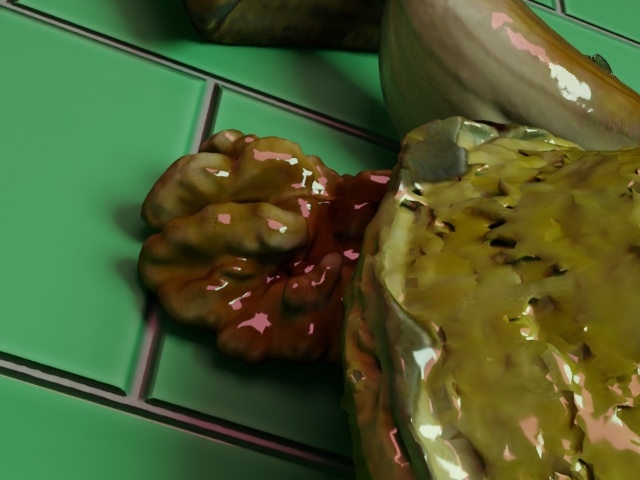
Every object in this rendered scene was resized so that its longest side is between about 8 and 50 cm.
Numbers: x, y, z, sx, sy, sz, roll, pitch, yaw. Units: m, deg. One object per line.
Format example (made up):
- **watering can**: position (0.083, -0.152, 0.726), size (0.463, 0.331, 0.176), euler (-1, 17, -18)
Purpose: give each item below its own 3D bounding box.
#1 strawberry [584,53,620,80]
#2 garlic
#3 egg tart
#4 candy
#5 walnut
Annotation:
- **strawberry**: position (0.171, -0.057, 0.759), size (0.103, 0.048, 0.152), euler (8, 59, -33)
- **garlic**: position (0.093, -0.093, 0.665), size (0.207, 0.128, 0.115), euler (52, 8, 9)
- **egg tart**: position (0.156, 0.069, 0.491), size (0.341, 0.132, 0.341), euler (26, 41, -26)
- **candy**: position (0.016, -0.178, 0.762), size (0.271, 0.101, 0.143), euler (-1, 55, -40)
- **walnut**: position (0.000, 0.000, 0.576), size (0.170, 0.069, 0.143), euler (12, 43, -15)
